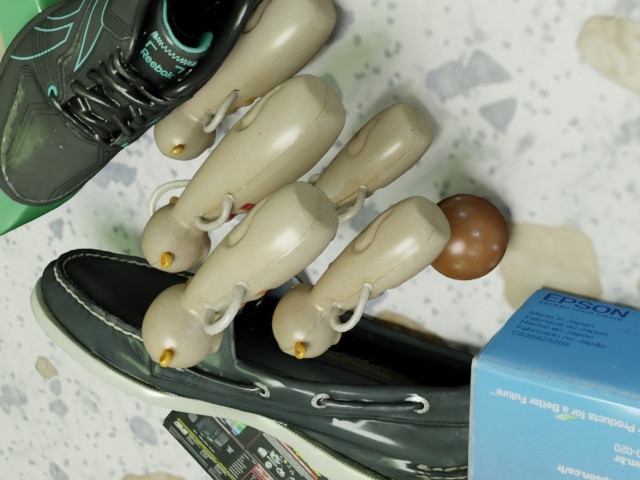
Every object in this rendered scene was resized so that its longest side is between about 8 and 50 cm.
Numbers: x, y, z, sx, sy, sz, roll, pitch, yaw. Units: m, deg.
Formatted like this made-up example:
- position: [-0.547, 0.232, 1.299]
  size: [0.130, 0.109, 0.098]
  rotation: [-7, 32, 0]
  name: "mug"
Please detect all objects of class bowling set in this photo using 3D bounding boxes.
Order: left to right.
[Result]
- position: [0.000, 0.000, 0.710]
  size: [0.200, 0.287, 0.154]
  rotation: [37, 120, -22]
  name: "bowling set"

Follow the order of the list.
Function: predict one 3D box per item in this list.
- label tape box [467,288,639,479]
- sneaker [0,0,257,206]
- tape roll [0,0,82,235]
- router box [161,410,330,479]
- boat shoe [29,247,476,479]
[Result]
- position: [0.220, 0.225, 0.720]
  size: [0.249, 0.115, 0.348]
  rotation: [12, 119, 27]
  name: "label tape box"
- position: [-0.122, -0.115, 0.733]
  size: [0.101, 0.106, 0.267]
  rotation: [31, 113, -26]
  name: "sneaker"
- position: [-0.298, -0.154, 0.890]
  size: [0.321, 0.077, 0.321]
  rotation: [13, 117, 26]
  name: "tape roll"
- position: [-0.049, 0.148, 0.892]
  size: [0.122, 0.038, 0.092]
  rotation: [46, 127, 6]
  name: "router box"
- position: [-0.037, 0.062, 0.794]
  size: [0.340, 0.127, 0.113]
  rotation: [26, 121, 17]
  name: "boat shoe"
